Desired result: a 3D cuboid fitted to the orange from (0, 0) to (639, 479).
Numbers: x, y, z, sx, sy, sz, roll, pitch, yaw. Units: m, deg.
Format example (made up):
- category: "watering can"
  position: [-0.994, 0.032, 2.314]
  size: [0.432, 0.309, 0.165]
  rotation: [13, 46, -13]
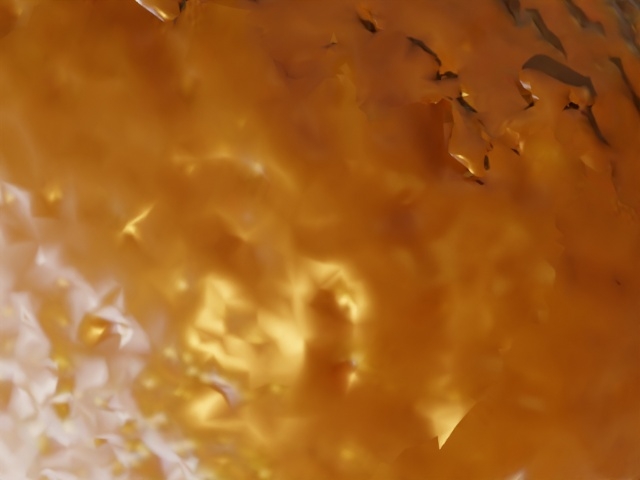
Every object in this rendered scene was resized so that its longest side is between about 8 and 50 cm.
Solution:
- category: "orange"
  position: [0.000, 0.000, 0.541]
  size: [0.341, 0.340, 0.293]
  rotation: [24, 118, -10]
